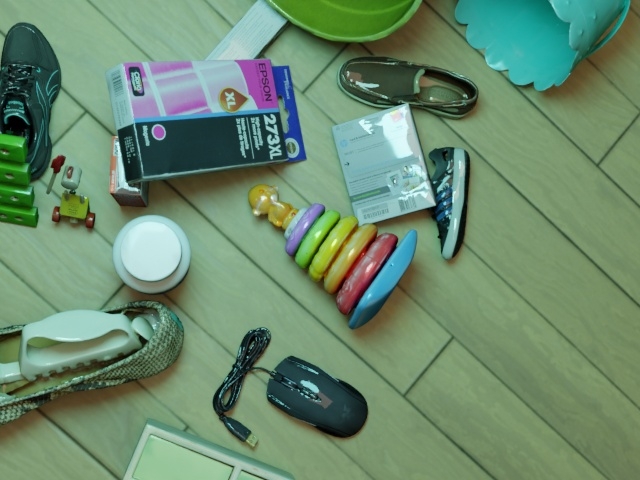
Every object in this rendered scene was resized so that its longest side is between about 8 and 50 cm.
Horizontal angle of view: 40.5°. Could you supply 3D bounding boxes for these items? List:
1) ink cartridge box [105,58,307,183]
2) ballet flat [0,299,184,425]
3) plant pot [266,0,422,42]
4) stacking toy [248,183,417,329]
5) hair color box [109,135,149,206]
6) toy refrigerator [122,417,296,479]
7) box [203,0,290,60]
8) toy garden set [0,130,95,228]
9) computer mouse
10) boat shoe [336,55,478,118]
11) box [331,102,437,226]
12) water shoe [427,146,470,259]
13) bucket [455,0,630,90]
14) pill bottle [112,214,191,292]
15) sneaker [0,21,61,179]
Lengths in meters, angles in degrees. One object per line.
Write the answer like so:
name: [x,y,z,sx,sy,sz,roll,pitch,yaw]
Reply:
ink cartridge box: [-0.161,-0.202,1.416,0.370,0.069,0.176,-12,92,-43]
ballet flat: [-0.458,0.185,1.370,0.482,0.182,0.164,-16,64,-9]
plant pot: [0.085,-0.580,1.430,0.366,0.366,0.353,38,55,-4]
stacking toy: [0.000,0.000,1.487,0.301,0.166,0.175,34,68,6]
hair color box: [-0.312,-0.110,1.425,0.053,0.167,0.093,3,85,-9]
toy refrigerator: [-0.183,0.396,1.443,0.269,0.094,0.102,24,82,-7]
box: [-0.138,-0.337,1.523,0.067,0.063,0.324,39,81,-3]
toy garden set: [-0.461,-0.101,1.377,0.203,0.244,0.049,10,60,-8]
computer mouse: [-0.054,0.287,1.489,0.262,0.060,0.184,34,80,-4]
boat shoe: [0.160,-0.285,1.549,0.257,0.095,0.095,7,84,-8]
box: [0.113,-0.132,1.535,0.145,0.038,0.186,-16,89,12]
water shoe: [0.222,-0.067,1.567,0.080,0.073,0.203,6,86,19]
bucket: [0.388,-0.423,1.515,0.281,0.281,0.183,46,76,-3]
pill bottle: [-0.270,0.025,1.394,0.124,0.221,0.124,1,86,-8]
sneaker: [-0.487,-0.238,1.441,0.101,0.106,0.268,-3,85,-7]
